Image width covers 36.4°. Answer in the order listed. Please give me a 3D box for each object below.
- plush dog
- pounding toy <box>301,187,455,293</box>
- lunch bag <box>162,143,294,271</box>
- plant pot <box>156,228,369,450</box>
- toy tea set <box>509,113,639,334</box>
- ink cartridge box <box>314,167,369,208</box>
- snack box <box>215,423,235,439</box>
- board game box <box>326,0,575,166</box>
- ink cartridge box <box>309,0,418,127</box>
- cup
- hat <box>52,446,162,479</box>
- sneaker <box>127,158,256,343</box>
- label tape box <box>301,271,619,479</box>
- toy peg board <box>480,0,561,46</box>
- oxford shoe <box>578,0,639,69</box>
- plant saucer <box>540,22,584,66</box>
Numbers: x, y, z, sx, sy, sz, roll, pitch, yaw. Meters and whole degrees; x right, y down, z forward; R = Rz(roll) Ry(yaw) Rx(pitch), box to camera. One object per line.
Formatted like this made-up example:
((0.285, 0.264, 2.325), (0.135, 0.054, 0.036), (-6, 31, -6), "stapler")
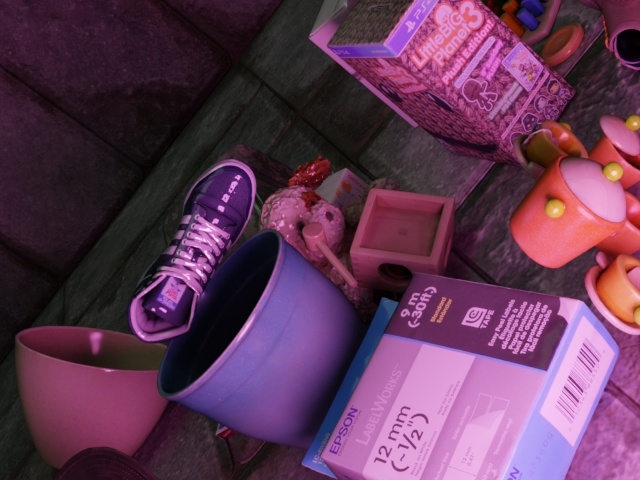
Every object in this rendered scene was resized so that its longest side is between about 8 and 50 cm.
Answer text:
((0.000, 0.000, 1.556), (0.210, 0.225, 0.262), (-30, 32, 45), "plush dog")
((0.078, 0.021, 1.417), (0.206, 0.094, 0.181), (8, 52, 16), "pounding toy")
((-0.156, 0.000, 1.918), (0.305, 0.212, 0.256), (-44, 40, 24), "lunch bag")
((-0.045, 0.167, 1.357), (0.271, 0.255, 0.272), (-45, 21, 22), "plant pot")
((0.316, -0.064, 1.067), (0.124, 0.200, 0.336), (-48, 15, 36), "toy tea set")
((0.035, -0.054, 1.745), (0.090, 0.092, 0.143), (-22, 38, 52), "ink cartridge box")
((-0.111, 0.276, 1.641), (0.178, 0.022, 0.064), (-36, 29, 36), "snack box")
((0.193, -0.261, 1.474), (0.141, 0.291, 0.232), (-55, 21, -3), "board game box")
((0.133, -0.376, 1.784), (0.114, 0.273, 0.198), (-30, 31, 45), "ink cartridge box")
((-0.455, 0.325, 1.940), (0.331, 0.331, 0.237), (-157, 77, -67), "cup")
((-0.296, 0.467, 1.534), (0.331, 0.331, 0.134), (-41, -14, 28), "hat")
((-0.181, 0.023, 1.375), (0.282, 0.099, 0.153), (-55, 12, 17), "sneaker")
((0.122, 0.172, 1.097), (0.347, 0.115, 0.249), (10, 64, 45), "label tape box")
((0.332, -0.404, 1.691), (0.160, 0.079, 0.161), (-22, 38, 53), "toy peg board")
((0.420, -0.317, 1.330), (0.133, 0.130, 0.364), (-56, 21, 10), "oxford shoe")
((0.381, -0.312, 1.543), (0.083, 0.013, 0.083), (-43, 25, 25), "plant saucer")
